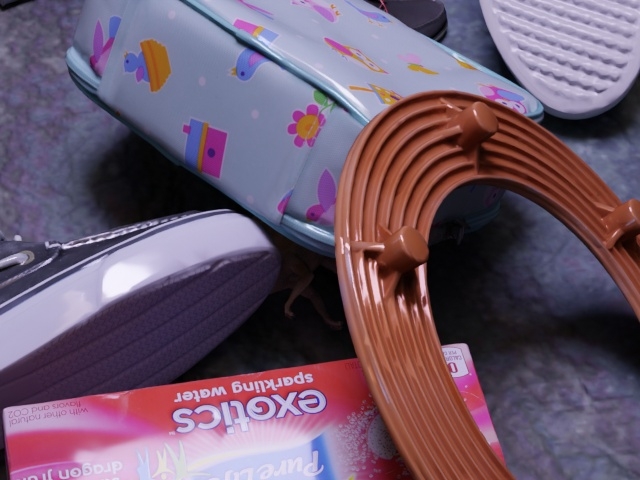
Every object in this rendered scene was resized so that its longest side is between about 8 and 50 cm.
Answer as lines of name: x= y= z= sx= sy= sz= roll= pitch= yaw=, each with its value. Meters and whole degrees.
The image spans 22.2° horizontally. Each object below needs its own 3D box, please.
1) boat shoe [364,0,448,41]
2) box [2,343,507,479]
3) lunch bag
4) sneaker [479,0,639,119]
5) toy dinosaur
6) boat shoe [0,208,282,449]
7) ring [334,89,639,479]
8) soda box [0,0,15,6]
boat shoe: x=0.035 y=-0.158 z=1.199 sx=0.133 sy=0.042 sz=0.049 roll=-13 pitch=49 yaw=-17
box: x=-0.032 y=0.154 z=0.862 sx=0.256 sy=0.123 sz=0.128 roll=-7 pitch=50 yaw=-11
lunch bag: x=-0.004 y=-0.093 z=1.047 sx=0.279 sy=0.108 sz=0.224 roll=34 pitch=24 yaw=23
sneaker: x=0.177 y=-0.250 z=1.239 sx=0.135 sy=0.150 sz=0.366 roll=-11 pitch=72 yaw=12
toy dinosaur: x=0.000 y=0.000 z=1.048 sx=0.092 sy=0.053 sz=0.183 roll=28 pitch=52 yaw=21
boat shoe: x=-0.187 y=0.047 z=0.941 sx=0.335 sy=0.121 sz=0.119 roll=-24 pitch=58 yaw=-20
ring: x=0.138 y=0.060 z=0.885 sx=0.336 sy=0.032 sz=0.337 roll=31 pitch=42 yaw=-32
soda box: x=-0.211 y=-0.313 z=1.150 sx=0.098 sy=0.286 sz=0.091 roll=-24 pitch=53 yaw=-24
